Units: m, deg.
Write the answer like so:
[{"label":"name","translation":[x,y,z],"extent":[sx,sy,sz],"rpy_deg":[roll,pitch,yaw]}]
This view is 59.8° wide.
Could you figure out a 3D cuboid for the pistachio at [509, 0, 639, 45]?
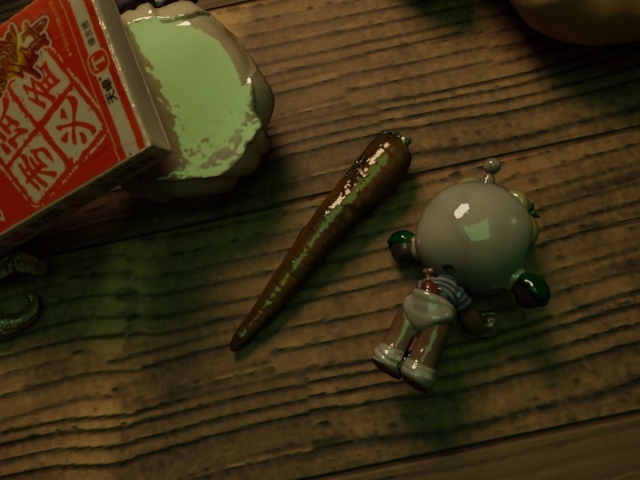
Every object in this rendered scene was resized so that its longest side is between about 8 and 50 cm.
[{"label":"pistachio","translation":[0.260,-0.326,0.515],"extent":[0.229,0.230,0.309],"rpy_deg":[-6,67,3]}]

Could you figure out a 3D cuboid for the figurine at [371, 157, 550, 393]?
[{"label":"figurine","translation":[0.114,0.030,0.465],"extent":[0.147,0.093,0.197],"rpy_deg":[21,82,34]}]

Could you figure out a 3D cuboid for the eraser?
[{"label":"eraser","translation":[-0.244,-0.091,0.457],"extent":[0.230,0.038,0.157],"rpy_deg":[-26,82,17]}]

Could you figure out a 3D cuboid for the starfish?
[{"label":"starfish","translation":[-0.365,0.032,0.524],"extent":[0.209,0.053,0.150],"rpy_deg":[20,70,13]}]

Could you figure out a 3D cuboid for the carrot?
[{"label":"carrot","translation":[0.000,0.000,0.509],"extent":[0.049,0.049,0.254],"rpy_deg":[38,83,15]}]

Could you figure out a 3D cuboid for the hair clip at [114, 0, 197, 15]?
[{"label":"hair clip","translation":[-0.235,-0.182,0.552],"extent":[0.090,0.137,0.278],"rpy_deg":[40,82,-9]}]

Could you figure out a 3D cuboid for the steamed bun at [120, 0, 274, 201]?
[{"label":"steamed bun","translation":[-0.134,-0.120,0.517],"extent":[0.182,0.106,0.183],"rpy_deg":[0,91,-3]}]
